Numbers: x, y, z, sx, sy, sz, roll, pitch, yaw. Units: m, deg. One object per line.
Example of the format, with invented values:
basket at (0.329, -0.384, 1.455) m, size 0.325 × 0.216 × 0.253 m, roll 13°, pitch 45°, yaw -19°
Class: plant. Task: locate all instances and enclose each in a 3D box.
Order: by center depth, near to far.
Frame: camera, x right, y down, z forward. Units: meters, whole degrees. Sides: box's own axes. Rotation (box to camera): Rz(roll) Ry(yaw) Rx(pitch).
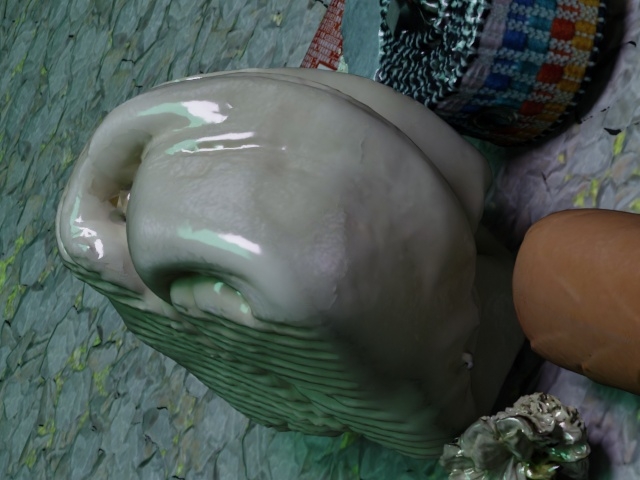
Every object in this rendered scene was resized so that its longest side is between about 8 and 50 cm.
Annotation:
plant at (0.145, 0.174, 1.355) m, size 0.116 × 0.104 × 0.122 m, roll 130°, pitch 127°, yaw -68°

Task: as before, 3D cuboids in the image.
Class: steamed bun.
steamed bun at (0.000, 0.000, 1.465) m, size 0.342 × 0.368 × 0.255 m, roll 14°, pitch 66°, yaw 40°

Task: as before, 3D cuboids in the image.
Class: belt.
belt at (0.122, -0.188, 1.575) m, size 0.207 × 0.150 × 0.257 m, roll -69°, pitch 27°, yaw 18°

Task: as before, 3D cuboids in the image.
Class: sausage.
sausage at (0.237, 0.050, 1.251) m, size 0.304 × 0.121 × 0.121 m, roll 17°, pitch 85°, yaw 59°

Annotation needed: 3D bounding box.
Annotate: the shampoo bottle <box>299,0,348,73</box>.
shampoo bottle at (0.041, -0.186, 1.773) m, size 0.314 × 0.076 × 0.118 m, roll -64°, pitch 29°, yaw 5°
